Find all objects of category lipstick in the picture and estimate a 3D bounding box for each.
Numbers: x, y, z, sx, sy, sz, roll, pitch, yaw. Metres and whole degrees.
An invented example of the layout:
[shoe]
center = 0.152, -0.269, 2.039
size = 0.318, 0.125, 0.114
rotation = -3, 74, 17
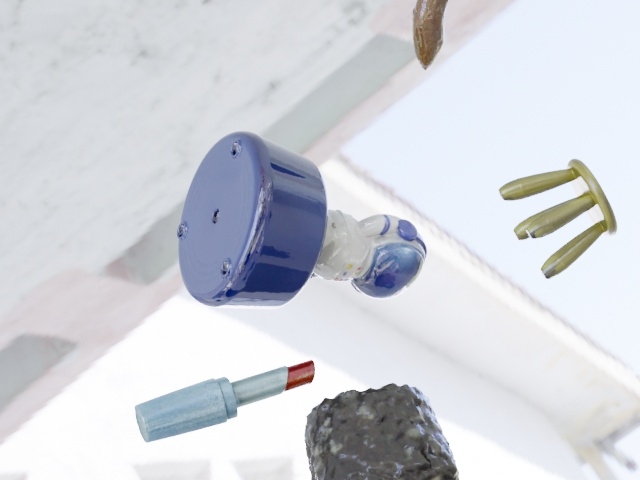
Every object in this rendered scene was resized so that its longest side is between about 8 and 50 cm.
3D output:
[lipstick]
center = -0.133, 0.230, 1.873
size = 0.274, 0.068, 0.061
rotation = -15, 8, -20

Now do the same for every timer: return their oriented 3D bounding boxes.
[timer]
center = 0.000, 0.000, 1.993
size = 0.383, 0.270, 0.270
rotation = 13, -44, -29

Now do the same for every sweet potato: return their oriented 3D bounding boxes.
[sweet potato]
center = 0.171, -0.362, 1.925
size = 0.065, 0.051, 0.218
rotation = -28, -48, -55

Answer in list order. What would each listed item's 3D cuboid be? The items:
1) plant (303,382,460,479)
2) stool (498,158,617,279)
[plant]
center = 0.100, 0.380, 1.852
size = 0.215, 0.312, 0.213
rotation = -13, -31, -7
[stool]
center = 0.304, -0.032, 1.621
size = 0.110, 0.134, 0.135
rotation = -27, 0, -1
